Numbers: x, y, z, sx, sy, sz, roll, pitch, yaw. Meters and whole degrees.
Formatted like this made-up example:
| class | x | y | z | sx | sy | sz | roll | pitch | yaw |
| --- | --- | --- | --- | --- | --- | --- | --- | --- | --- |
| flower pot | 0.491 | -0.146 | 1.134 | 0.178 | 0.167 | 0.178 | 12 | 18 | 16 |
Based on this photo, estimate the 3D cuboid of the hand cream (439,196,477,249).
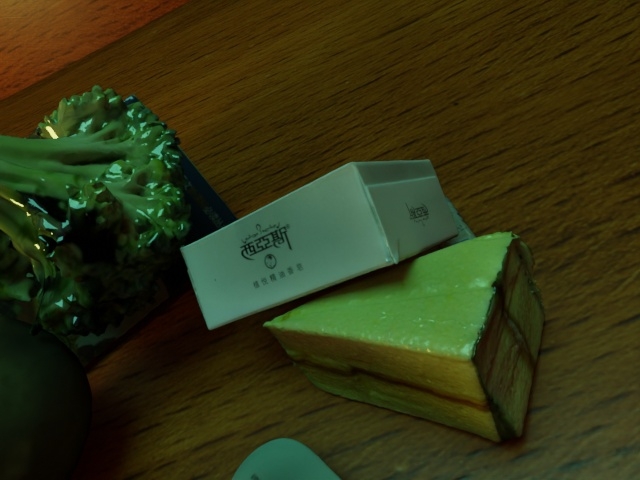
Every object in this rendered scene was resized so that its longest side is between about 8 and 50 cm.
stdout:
| class | x | y | z | sx | sy | sz | roll | pitch | yaw |
| --- | --- | --- | --- | --- | --- | --- | --- | --- | --- |
| hand cream | 0.183 | -0.009 | 0.745 | 0.065 | 0.043 | 0.170 | -26 | 46 | 7 |

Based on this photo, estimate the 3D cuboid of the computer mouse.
| class | x | y | z | sx | sy | sz | roll | pitch | yaw |
| --- | --- | --- | --- | --- | --- | --- | --- | --- | --- |
| computer mouse | -0.013 | 0.296 | 0.537 | 0.231 | 0.079 | 0.128 | 28 | 69 | 41 |

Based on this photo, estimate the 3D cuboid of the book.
| class | x | y | z | sx | sy | sz | roll | pitch | yaw |
| --- | --- | --- | --- | --- | --- | --- | --- | --- | --- |
| book | -0.379 | 0.005 | 0.889 | 0.428 | 0.300 | 0.039 | -42 | 13 | -12 |

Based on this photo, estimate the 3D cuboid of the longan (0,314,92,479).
| class | x | y | z | sx | sy | sz | roll | pitch | yaw |
| --- | --- | --- | --- | --- | --- | --- | --- | --- | --- |
| longan | -0.482 | 0.270 | 0.641 | 0.405 | 0.335 | 0.404 | -20 | 23 | 9 |

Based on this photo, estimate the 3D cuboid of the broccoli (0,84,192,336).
| class | x | y | z | sx | sy | sz | roll | pitch | yaw |
| --- | --- | --- | --- | --- | --- | --- | --- | --- | --- |
| broccoli | -0.327 | -0.049 | 0.705 | 0.294 | 0.281 | 0.347 | 7 | 81 | 52 |

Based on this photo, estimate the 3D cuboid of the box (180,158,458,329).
| class | x | y | z | sx | sy | sz | roll | pitch | yaw |
| --- | --- | --- | --- | --- | --- | --- | --- | --- | --- |
| box | 0.001 | 0.003 | 0.664 | 0.274 | 0.116 | 0.203 | -23 | -5 | 33 |

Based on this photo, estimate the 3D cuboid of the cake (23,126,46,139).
| class | x | y | z | sx | sy | sz | roll | pitch | yaw |
| --- | --- | --- | --- | --- | --- | --- | --- | --- | --- |
| cake | -0.531 | -0.030 | 1.025 | 0.290 | 0.282 | 0.255 | -38 | 34 | -1 |

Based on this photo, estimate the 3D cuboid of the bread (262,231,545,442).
| class | x | y | z | sx | sy | sz | roll | pitch | yaw |
| --- | --- | --- | --- | --- | --- | --- | --- | --- | --- |
| bread | 0.097 | 0.090 | 0.603 | 0.264 | 0.167 | 0.163 | 4 | 50 | 36 |
